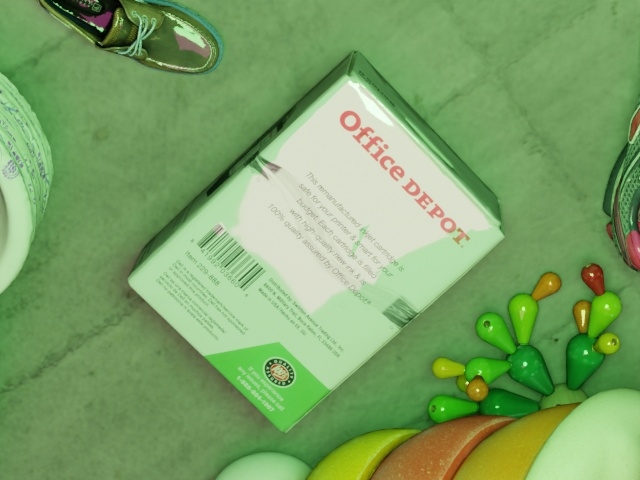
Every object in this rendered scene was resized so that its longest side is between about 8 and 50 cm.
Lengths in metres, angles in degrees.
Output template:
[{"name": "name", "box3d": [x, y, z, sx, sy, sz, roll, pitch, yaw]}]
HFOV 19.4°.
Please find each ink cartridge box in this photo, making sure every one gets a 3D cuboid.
[{"name": "ink cartridge box", "box3d": [0.000, 0.000, 1.739, 0.289, 0.121, 0.211, -42, 100, 15]}]

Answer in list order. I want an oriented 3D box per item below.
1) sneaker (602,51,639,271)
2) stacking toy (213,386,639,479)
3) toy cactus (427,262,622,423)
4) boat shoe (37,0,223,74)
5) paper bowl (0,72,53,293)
[{"name": "sneaker", "box3d": [0.339, -0.110, 1.685, 0.121, 0.112, 0.299, 11, 107, 1]}, {"name": "stacking toy", "box3d": [0.093, 0.286, 1.732, 0.480, 0.351, 0.350, 6, 111, 38]}, {"name": "toy cactus", "box3d": [0.215, 0.136, 1.786, 0.219, 0.112, 0.180, -39, 110, 6]}, {"name": "boat shoe", "box3d": [-0.179, -0.194, 1.722, 0.183, 0.066, 0.066, 20, 108, -2]}, {"name": "paper bowl", "box3d": [-0.387, -0.073, 1.709, 0.284, 0.148, 0.284, 5, 129, 6]}]
